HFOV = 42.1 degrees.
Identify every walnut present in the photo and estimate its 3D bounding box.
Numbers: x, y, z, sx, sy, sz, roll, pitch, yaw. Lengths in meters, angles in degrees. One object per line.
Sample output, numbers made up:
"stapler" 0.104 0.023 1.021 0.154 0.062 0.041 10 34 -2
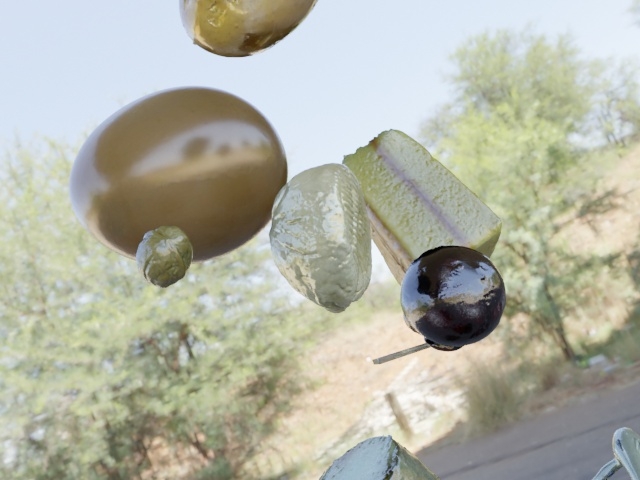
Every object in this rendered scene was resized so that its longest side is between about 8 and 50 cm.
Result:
"walnut" -0.219 0.023 1.166 0.092 0.092 0.092 -23 -7 -3

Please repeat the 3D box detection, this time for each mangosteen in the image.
"mangosteen" 0.250 0.124 1.663 0.211 0.211 0.250 -19 -23 -29

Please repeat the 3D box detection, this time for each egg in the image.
"egg" -0.235 -0.107 1.416 0.373 0.301 0.301 -22 -7 -28

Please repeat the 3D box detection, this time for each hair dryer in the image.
"hair dryer" 0.582 0.476 1.649 0.199 0.067 0.167 -54 6 7

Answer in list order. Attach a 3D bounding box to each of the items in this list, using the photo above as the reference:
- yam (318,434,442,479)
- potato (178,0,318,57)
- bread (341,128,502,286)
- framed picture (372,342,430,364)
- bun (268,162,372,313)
"yam" 0.142 0.428 1.233 0.168 0.304 0.168 -40 20 18
"potato" -0.084 -0.311 1.030 0.146 0.150 0.234 -46 4 43
"bread" 0.210 -0.061 1.926 0.233 0.362 0.245 -35 -17 -14
"framed picture" 0.200 0.266 1.976 0.150 0.015 0.203 -17 -9 -3
"bun" 0.000 0.000 1.218 0.134 0.221 0.220 -7 -3 14
